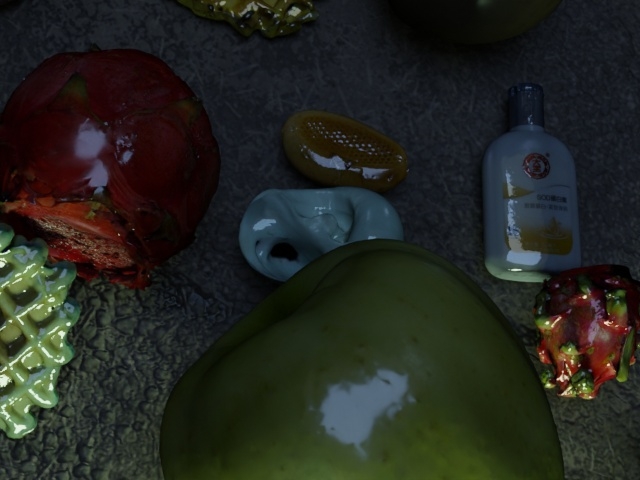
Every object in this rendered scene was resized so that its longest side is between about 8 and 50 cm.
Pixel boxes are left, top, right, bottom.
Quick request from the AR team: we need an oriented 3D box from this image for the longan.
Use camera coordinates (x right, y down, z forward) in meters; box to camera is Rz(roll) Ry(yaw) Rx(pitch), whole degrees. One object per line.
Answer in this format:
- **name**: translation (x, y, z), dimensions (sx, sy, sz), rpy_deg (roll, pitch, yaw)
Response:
- **longan**: translation (0.223, -0.418, 1.672), dimensions (0.297, 0.297, 0.297), rpy_deg (3, 72, -8)

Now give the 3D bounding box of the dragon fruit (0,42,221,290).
- **dragon fruit**: translation (-0.273, -0.096, 1.484), dimensions (0.296, 0.295, 0.301), rpy_deg (21, 42, -2)

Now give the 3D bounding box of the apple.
- **apple**: translation (0.056, 0.238, 1.349), dimensions (0.474, 0.473, 0.473), rpy_deg (3, 72, -8)

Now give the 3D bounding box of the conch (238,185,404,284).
- **conch**: translation (0.002, 0.005, 1.564), dimensions (0.221, 0.121, 0.185), rpy_deg (7, 34, 17)

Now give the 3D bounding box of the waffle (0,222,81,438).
- **waffle**: translation (-0.444, 0.114, 1.412), dimensions (0.292, 0.056, 0.309), rpy_deg (4, 111, -22)

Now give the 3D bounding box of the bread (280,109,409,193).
- **bread**: translation (0.031, -0.120, 1.646), dimensions (0.189, 0.077, 0.114), rpy_deg (22, 50, 0)

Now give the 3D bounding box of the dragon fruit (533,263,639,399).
- **dragon fruit**: translation (0.363, 0.125, 1.571), dimensions (0.160, 0.166, 0.172), rpy_deg (1, 74, -5)

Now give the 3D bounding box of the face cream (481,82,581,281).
- **face cream**: translation (0.302, -0.085, 1.678), dimensions (0.144, 0.071, 0.291), rpy_deg (5, 71, -7)

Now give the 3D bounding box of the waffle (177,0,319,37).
- **waffle**: translation (-0.121, -0.417, 1.724), dimensions (0.281, 0.060, 0.262), rpy_deg (-15, 75, -13)

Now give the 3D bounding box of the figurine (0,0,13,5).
- **figurine**: translation (-0.544, -0.426, 1.572), dimensions (0.261, 0.269, 0.211), rpy_deg (-22, 71, -24)
